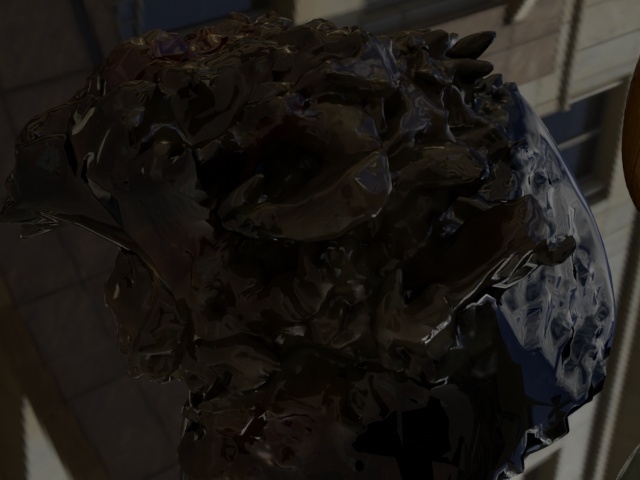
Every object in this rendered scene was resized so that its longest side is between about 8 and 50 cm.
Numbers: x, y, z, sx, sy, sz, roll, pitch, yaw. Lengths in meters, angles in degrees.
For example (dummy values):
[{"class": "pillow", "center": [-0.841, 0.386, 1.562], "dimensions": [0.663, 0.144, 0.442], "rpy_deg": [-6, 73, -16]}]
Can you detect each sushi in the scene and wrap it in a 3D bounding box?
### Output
[{"class": "sushi", "center": [-0.003, -0.005, 0.579], "dimensions": [0.238, 0.225, 0.219], "rpy_deg": [-28, -74, 28]}]

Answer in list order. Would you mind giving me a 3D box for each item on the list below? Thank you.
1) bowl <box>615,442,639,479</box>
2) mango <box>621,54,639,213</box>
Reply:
[{"class": "bowl", "center": [0.282, 0.163, 0.728], "dimensions": [0.307, 0.307, 0.163], "rpy_deg": [9, -52, 48]}, {"class": "mango", "center": [0.108, -0.040, 0.367], "dimensions": [0.089, 0.046, 0.060], "rpy_deg": [-63, -147, 32]}]
